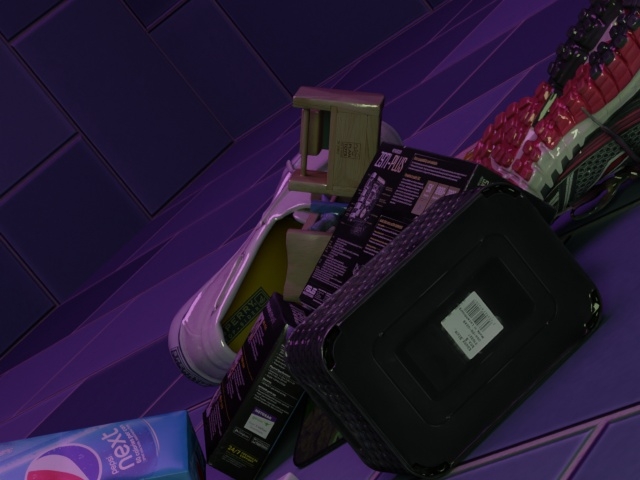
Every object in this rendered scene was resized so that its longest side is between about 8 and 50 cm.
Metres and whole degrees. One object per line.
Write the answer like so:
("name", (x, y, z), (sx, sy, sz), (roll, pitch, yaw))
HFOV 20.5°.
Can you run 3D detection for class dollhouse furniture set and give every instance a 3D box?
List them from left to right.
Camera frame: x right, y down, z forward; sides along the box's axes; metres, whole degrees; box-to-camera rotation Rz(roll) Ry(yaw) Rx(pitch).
("dollhouse furniture set", (0.046, -0.047, 1.545), (0.129, 0.184, 0.129), (6, 21, 8))

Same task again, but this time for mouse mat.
("mouse mat", (0.044, 0.088, 1.415), (0.152, 0.007, 0.190), (-35, 24, 27))

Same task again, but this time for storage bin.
("storage bin", (0.081, 0.059, 1.173), (0.180, 0.122, 0.084), (-42, 9, -16))

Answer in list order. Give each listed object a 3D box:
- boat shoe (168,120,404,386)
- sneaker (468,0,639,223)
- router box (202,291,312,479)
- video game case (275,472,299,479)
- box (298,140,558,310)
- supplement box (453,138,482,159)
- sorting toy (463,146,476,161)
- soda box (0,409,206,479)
("boat shoe", (-0.007, -0.005, 1.822), (0.367, 0.136, 0.156), (-47, 11, -28))
("sneaker", (0.207, -0.069, 1.383), (0.299, 0.112, 0.121), (-51, 23, 30))
("router box", (-0.049, 0.122, 1.503), (0.133, 0.046, 0.179), (-60, 8, 4))
("video game case", (-0.092, 0.244, 1.285), (0.143, 0.019, 0.157), (-34, 10, 31))
("box", (0.076, 0.013, 1.328), (0.147, 0.077, 0.180), (-62, 22, -3))
("supplement box", (0.146, -0.060, 1.793), (0.062, 0.036, 0.098), (-33, 10, 30))
("sorting toy", (0.193, -0.071, 1.622), (0.132, 0.046, 0.274), (-39, 9, 3))
("soda box", (-0.200, 0.200, 1.429), (0.210, 0.071, 0.067), (-11, 43, 4))
